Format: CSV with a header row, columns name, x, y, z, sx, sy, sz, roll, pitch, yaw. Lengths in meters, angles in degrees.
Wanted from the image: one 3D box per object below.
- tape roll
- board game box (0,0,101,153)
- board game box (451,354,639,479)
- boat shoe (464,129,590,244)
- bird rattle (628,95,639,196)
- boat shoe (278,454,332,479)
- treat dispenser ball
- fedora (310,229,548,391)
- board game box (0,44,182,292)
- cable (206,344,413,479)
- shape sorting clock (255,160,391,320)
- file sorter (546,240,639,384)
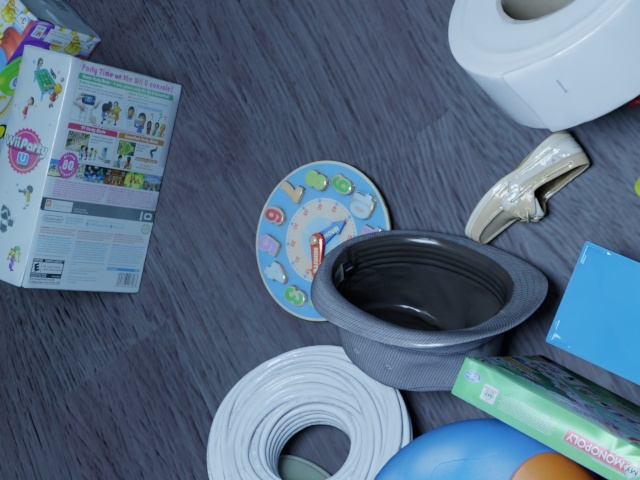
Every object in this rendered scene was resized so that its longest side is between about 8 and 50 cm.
name,x,y,z,sx,sy,sz,roll,pitch,yaw
tape roll,0.277,-0.258,1.380,0.286,0.100,0.286,-31,37,26
board game box,-0.478,-0.241,1.882,0.144,0.142,0.275,46,109,25
board game box,0.318,0.208,1.341,0.317,0.213,0.046,28,101,30
boat shoe,0.240,-0.051,1.490,0.170,0.063,0.059,-47,63,17
bird rattle,0.427,-0.129,1.380,0.207,0.143,0.253,-8,69,18
boat shoe,0.008,0.356,1.592,0.228,0.081,0.068,39,143,37
treat dispenser ball,0.177,0.334,1.371,0.288,0.288,0.288,-2,86,30
fedora,0.120,0.093,1.489,0.275,0.244,0.124,15,124,27
board game box,-0.320,-0.089,1.734,0.098,0.224,0.303,17,95,33
cable,-0.010,0.256,1.551,0.257,0.089,0.257,-32,54,-2
shape sorting clock,0.000,0.000,1.643,0.206,0.040,0.206,-2,85,30
file sorter,0.357,0.089,1.388,0.170,0.104,0.118,25,100,30
